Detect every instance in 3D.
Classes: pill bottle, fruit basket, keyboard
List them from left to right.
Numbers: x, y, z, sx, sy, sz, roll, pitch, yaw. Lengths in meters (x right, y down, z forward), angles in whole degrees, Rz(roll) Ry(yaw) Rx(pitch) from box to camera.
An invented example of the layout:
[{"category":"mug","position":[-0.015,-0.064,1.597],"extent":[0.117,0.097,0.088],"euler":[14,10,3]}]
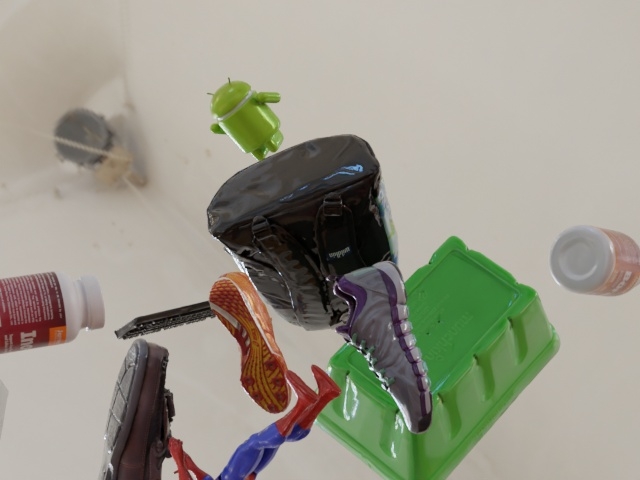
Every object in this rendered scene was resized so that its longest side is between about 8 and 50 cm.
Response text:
[{"category":"pill bottle","position":[-0.328,0.081,1.390],"extent":[0.152,0.086,0.086],"euler":[-9,-52,-21]},{"category":"keyboard","position":[-0.233,0.126,1.906],"extent":[0.180,0.023,0.108],"euler":[-11,-12,-37]},{"category":"fruit basket","position":[0.165,0.210,1.910],"extent":[0.392,0.283,0.392],"euler":[-41,-28,-27]},{"category":"pill bottle","position":[0.502,0.039,2.161],"extent":[0.216,0.121,0.121],"euler":[7,-63,-55]}]

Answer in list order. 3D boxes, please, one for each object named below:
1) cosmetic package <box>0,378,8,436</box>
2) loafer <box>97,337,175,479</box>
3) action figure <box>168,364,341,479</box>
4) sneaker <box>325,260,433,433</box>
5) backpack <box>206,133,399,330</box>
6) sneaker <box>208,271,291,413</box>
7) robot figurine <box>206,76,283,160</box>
[{"category":"cosmetic package","position":[-0.470,0.258,1.452],"extent":[0.138,0.224,0.224],"euler":[8,-20,-7]},{"category":"loafer","position":[-0.221,0.269,1.497],"extent":[0.095,0.109,0.302],"euler":[12,-82,-19]},{"category":"action figure","position":[-0.111,0.236,1.396],"extent":[0.280,0.139,0.091],"euler":[-55,-25,18]},{"category":"sneaker","position":[0.072,0.141,1.528],"extent":[0.098,0.223,0.083],"euler":[-10,-17,-13]},{"category":"backpack","position":[0.000,0.000,1.992],"extent":[0.290,0.273,0.355],"euler":[-22,-52,7]},{"category":"sneaker","position":[-0.070,0.116,1.407],"extent":[0.067,0.064,0.175],"euler":[-31,-76,-64]},{"category":"robot figurine","position":[-0.099,-0.163,1.610],"extent":[0.101,0.067,0.115],"euler":[-30,-70,33]}]
